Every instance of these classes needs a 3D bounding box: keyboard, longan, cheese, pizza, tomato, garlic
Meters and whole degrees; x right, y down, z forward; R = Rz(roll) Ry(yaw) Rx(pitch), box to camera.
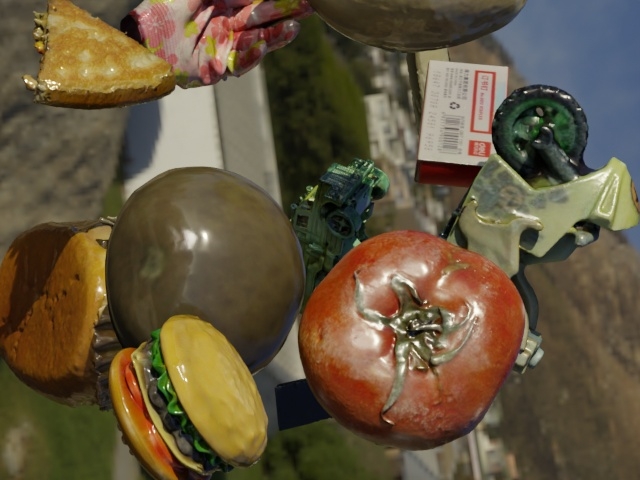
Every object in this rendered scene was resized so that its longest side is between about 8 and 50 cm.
[{"bbox_3d":[0.021,0.228,2.138,0.015,0.197,0.074,29,-55,57],"label":"keyboard"},{"bbox_3d":[-0.127,0.041,1.527,0.248,0.248,0.248,173,-90,-87],"label":"longan"},{"bbox_3d":[0.164,-0.316,2.252,0.034,0.085,0.400,18,-53,49],"label":"cheese"},{"bbox_3d":[-0.278,-0.214,1.669,0.199,0.188,0.062,56,-45,34],"label":"pizza"},{"bbox_3d":[0.094,0.089,1.448,0.095,0.237,0.236,85,-3,-65],"label":"tomato"},{"bbox_3d":[0.086,-0.362,1.621,0.249,0.313,0.286,-24,142,-57],"label":"garlic"}]

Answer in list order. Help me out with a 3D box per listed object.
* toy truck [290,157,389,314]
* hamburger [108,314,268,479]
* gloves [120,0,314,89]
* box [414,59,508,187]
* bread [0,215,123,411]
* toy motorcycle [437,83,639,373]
[{"bbox_3d":[0.003,-0.001,2.052,0.128,0.135,0.259,-51,163,-43],"label":"toy truck"},{"bbox_3d":[-0.120,0.146,1.293,0.162,0.115,0.162,58,11,-19],"label":"hamburger"},{"bbox_3d":[-0.122,-0.274,1.793,0.145,0.241,0.126,68,-27,7],"label":"gloves"},{"bbox_3d":[0.205,-0.172,2.071,0.050,0.123,0.229,92,5,-48],"label":"box"},{"bbox_3d":[-0.295,0.090,1.822,0.389,0.183,0.236,-1,-87,63],"label":"bread"},{"bbox_3d":[0.265,0.004,1.924,0.410,0.237,0.169,-59,171,16],"label":"toy motorcycle"}]
